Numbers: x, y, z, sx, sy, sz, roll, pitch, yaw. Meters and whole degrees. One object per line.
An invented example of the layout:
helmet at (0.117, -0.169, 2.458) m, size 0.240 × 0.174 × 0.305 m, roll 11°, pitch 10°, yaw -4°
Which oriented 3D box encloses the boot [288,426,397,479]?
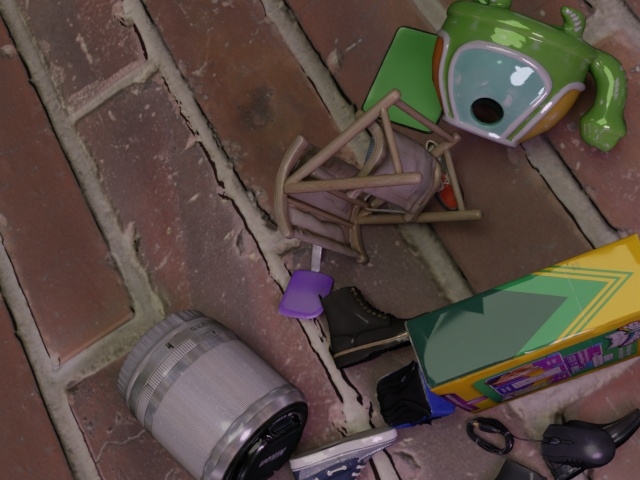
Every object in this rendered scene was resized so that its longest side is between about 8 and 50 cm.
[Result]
boot at (0.048, 0.373, 1.454) m, size 0.190 × 0.069 × 0.086 m, roll -21°, pitch 87°, yaw 12°

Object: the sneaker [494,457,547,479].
sneaker at (0.343, 0.428, 1.319) m, size 0.222 × 0.083 × 0.118 m, roll 31°, pitch 86°, yaw 25°

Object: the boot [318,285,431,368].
boot at (0.096, 0.122, 1.488) m, size 0.198 × 0.077 × 0.137 m, roll -21°, pitch 74°, yaw 11°

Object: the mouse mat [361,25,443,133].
mouse mat at (0.175, -0.299, 1.626) m, size 0.153 × 0.007 × 0.189 m, roll 22°, pitch 84°, yaw 23°

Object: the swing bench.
swing bench at (0.088, -0.092, 1.434) m, size 0.255 × 0.253 × 0.165 m, roll -22°, pitch 68°, yaw 26°

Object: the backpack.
backpack at (0.157, 0.256, 1.425) m, size 0.120 × 0.101 × 0.097 m, roll -33°, pitch 58°, yaw 43°

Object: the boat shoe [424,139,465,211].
boat shoe at (0.215, -0.112, 1.539) m, size 0.049 × 0.043 × 0.137 m, roll -20°, pitch 71°, yaw 10°

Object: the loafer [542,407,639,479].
loafer at (0.416, 0.301, 1.344) m, size 0.170 × 0.062 × 0.061 m, roll -35°, pitch 62°, yaw 5°

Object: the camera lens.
camera lens at (-0.175, 0.273, 1.466) m, size 0.274 × 0.219 × 0.219 m, roll 37°, pitch 89°, yaw 24°

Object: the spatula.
spatula at (0.000, 0.000, 1.587) m, size 0.084 × 0.030 × 0.296 m, roll 10°, pitch 78°, yaw 20°

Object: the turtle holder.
turtle holder at (0.336, -0.269, 1.465) m, size 0.320 × 0.243 × 0.227 m, roll 19°, pitch 98°, yaw -17°

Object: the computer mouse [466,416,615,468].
computer mouse at (0.330, 0.302, 1.346) m, size 0.242 × 0.041 × 0.071 m, roll -2°, pitch 68°, yaw 37°

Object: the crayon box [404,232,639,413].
crayon box at (0.319, 0.136, 1.257) m, size 0.313 × 0.363 × 0.106 m, roll -23°, pitch 68°, yaw 11°
